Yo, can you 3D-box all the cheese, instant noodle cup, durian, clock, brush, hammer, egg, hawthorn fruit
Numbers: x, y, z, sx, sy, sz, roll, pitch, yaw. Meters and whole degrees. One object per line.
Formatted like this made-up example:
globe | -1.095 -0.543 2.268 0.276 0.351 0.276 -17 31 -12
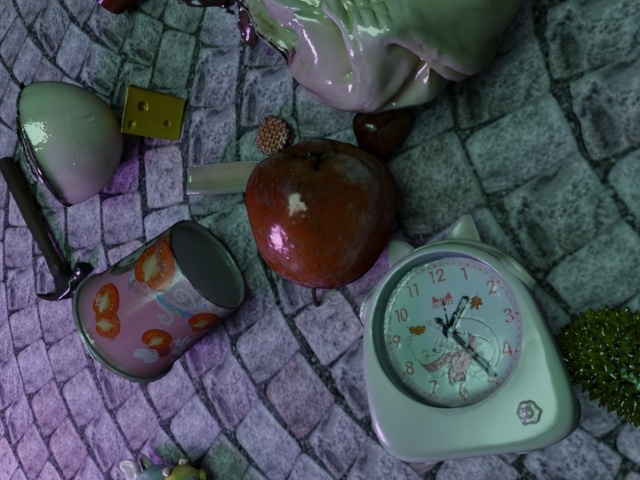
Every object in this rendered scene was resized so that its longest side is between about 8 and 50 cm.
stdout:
cheese | -0.385 -0.281 1.122 0.171 0.126 0.093 30 111 46
instant noodle cup | -0.284 0.105 0.980 0.231 0.243 0.243 -35 73 18
durian | 0.406 0.169 0.652 0.220 0.095 0.137 38 108 19
clock | 0.190 0.131 0.737 0.265 0.108 0.324 -19 67 30
brush | -0.108 -0.119 0.980 0.321 0.050 0.060 -1 86 22
hammer | -0.715 -0.041 1.329 0.168 0.044 0.440 -42 70 21
egg | -0.506 -0.214 1.125 0.174 0.286 0.264 -14 89 -9
hawthorn fruit | 0.008 -0.033 0.800 0.231 0.235 0.263 -21 87 20

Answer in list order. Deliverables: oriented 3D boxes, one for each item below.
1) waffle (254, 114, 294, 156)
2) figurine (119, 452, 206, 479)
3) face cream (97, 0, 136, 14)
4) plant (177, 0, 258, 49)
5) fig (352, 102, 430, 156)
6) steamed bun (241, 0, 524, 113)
waffle | -0.088 -0.193 0.974 0.083 0.029 0.075 27 100 30
figurine | -0.305 0.501 1.042 0.235 0.127 0.155 48 130 24
face cream | -0.386 -0.578 1.109 0.214 0.096 0.096 -24 78 28
plant | -0.079 -0.431 0.880 0.178 0.204 0.234 33 95 36
fig | 0.115 -0.186 0.839 0.125 0.089 0.089 -19 79 0
steamed bun | 0.087 -0.323 0.763 0.394 0.237 0.347 8 61 12
